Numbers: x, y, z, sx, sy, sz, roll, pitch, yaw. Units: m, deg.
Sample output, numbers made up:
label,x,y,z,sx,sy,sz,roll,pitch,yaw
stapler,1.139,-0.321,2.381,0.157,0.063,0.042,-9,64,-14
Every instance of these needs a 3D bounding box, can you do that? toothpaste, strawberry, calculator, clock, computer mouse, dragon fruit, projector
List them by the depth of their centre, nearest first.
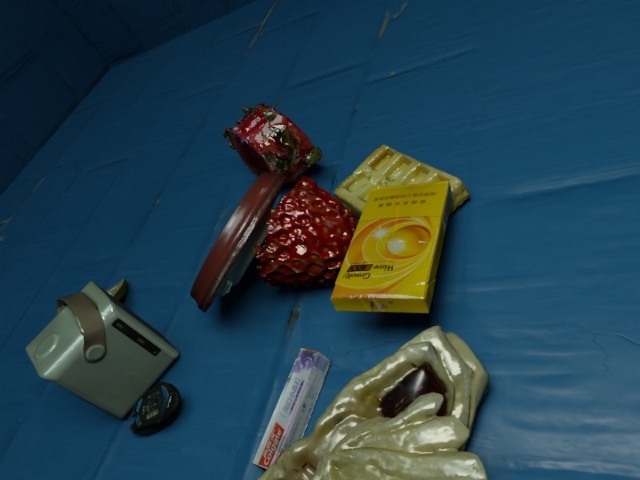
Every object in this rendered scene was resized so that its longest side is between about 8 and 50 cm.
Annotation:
label,x,y,z,sx,sy,sz,roll,pitch,yaw
toothpaste,-0.042,0.271,0.788,0.047,0.040,0.196,-2,51,38
computer mouse,-0.307,0.320,0.927,0.135,0.047,0.079,-31,46,20
strawberry,0.000,0.000,0.939,0.178,0.234,0.234,19,60,14
projector,-0.433,0.212,0.972,0.163,0.242,0.177,22,65,44
clock,-0.153,0.005,0.997,0.318,0.080,0.318,-59,4,6
dragon fruit,-0.129,-0.224,1.204,0.282,0.211,0.147,36,84,28
calculator,-0.557,0.174,1.207,0.157,0.033,0.236,-31,15,6

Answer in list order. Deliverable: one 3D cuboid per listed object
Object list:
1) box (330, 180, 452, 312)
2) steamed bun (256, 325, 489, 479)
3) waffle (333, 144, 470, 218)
label,x,y,z,sx,sy,sz,roll,pitch,yaw
box,0.124,0.003,0.812,0.152,0.043,0.269,-5,41,28
steamed bun,0.062,0.287,0.591,0.428,0.189,0.247,-41,47,-6
waffle,0.149,-0.094,0.991,0.168,0.057,0.274,-42,40,-5
